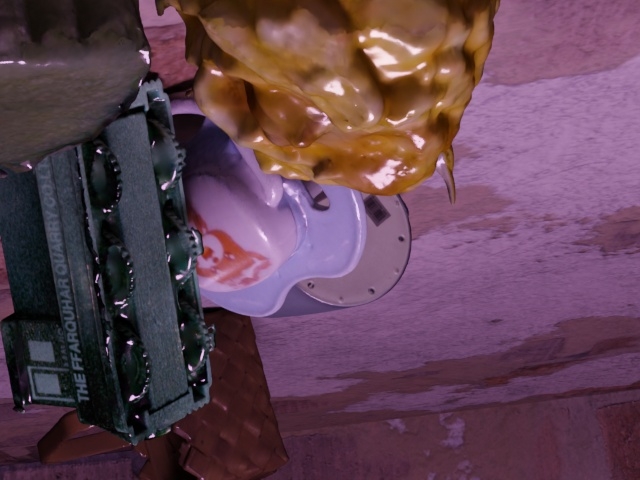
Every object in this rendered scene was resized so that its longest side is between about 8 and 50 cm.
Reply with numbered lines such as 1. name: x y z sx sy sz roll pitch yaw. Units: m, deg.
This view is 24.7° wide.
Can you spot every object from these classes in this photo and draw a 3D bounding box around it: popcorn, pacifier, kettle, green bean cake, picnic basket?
1. popcorn: 0.003 -0.151 0.935 0.225 0.249 0.249 12 162 -4
2. pacifier: -0.052 -0.060 1.377 0.279 0.227 0.207 -29 -174 47
3. kettle: 0.000 0.000 1.644 0.211 0.160 0.243 -31 -178 -24
4. green bean cake: -0.251 -0.130 1.064 0.227 0.124 0.222 0 160 -29
5. picnic basket: -0.233 0.258 2.112 0.321 0.291 0.254 -10 167 -26

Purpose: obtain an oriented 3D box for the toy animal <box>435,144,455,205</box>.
1. toy animal: 0.064 -0.098 1.292 0.095 0.155 0.219 -12 174 -20

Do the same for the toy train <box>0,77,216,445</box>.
1. toy train: -0.204 0.018 1.292 0.178 0.330 0.138 0 -166 33
